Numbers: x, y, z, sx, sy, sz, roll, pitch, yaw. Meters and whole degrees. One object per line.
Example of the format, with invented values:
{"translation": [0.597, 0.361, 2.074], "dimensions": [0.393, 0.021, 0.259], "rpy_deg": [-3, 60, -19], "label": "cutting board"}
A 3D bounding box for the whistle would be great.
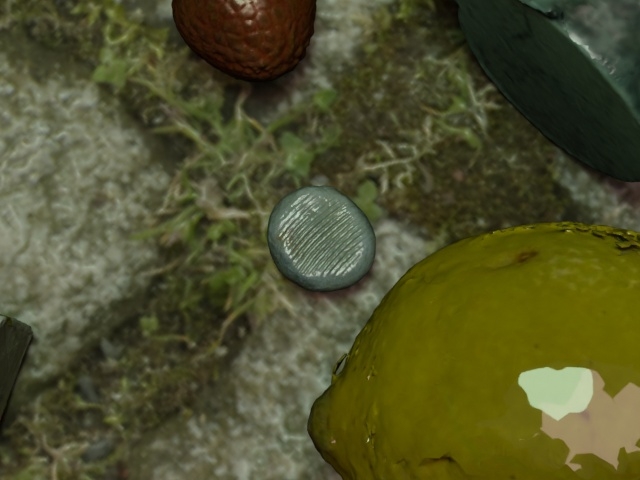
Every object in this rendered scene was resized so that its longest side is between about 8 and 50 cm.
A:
{"translation": [0.162, -0.212, 0.799], "dimensions": [0.168, 0.188, 0.405], "rpy_deg": [-45, 83, -6], "label": "whistle"}

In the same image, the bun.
{"translation": [0.000, 0.000, 0.838], "dimensions": [0.083, 0.045, 0.083], "rpy_deg": [0, 83, -2], "label": "bun"}

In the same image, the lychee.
{"translation": [-0.063, -0.178, 0.838], "dimensions": [0.114, 0.101, 0.140], "rpy_deg": [-29, 88, 6], "label": "lychee"}

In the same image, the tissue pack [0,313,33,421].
{"translation": [-0.294, 0.084, 0.800], "dimensions": [0.149, 0.099, 0.106], "rpy_deg": [17, 79, 4], "label": "tissue pack"}

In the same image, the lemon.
{"translation": [0.147, 0.115, 0.713], "dimensions": [0.310, 0.258, 0.258], "rpy_deg": [5, 81, 6], "label": "lemon"}
